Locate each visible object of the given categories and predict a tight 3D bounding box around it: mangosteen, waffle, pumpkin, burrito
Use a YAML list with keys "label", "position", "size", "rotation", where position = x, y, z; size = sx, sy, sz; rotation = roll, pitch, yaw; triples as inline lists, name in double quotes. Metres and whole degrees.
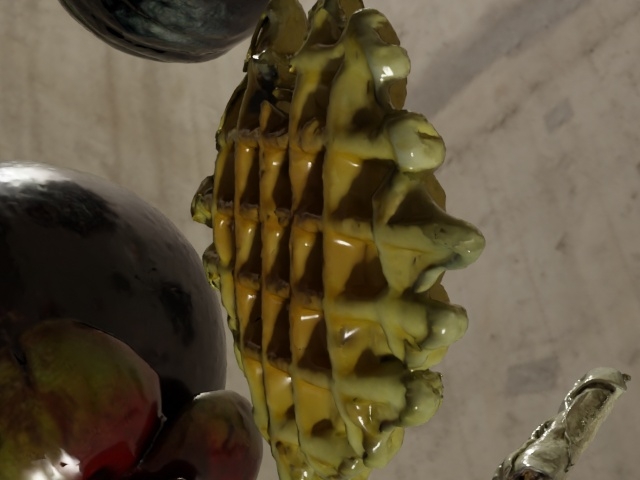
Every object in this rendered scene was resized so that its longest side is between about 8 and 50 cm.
- label: "mangosteen"
  position: [-0.217, 0.135, 1.103]
  size: [0.435, 0.382, 0.382]
  rotation: [29, -87, 25]
- label: "waffle"
  position: [-0.002, 0.000, 0.688]
  size: [0.261, 0.056, 0.250]
  rotation: [-64, -142, 43]
- label: "pumpkin"
  position: [-0.088, -0.283, 1.151]
  size: [0.296, 0.296, 0.295]
  rotation: [-30, -132, 39]
- label: "burrito"
  position: [0.173, 0.134, 0.934]
  size: [0.041, 0.185, 0.045]
  rotation: [29, -63, 19]
